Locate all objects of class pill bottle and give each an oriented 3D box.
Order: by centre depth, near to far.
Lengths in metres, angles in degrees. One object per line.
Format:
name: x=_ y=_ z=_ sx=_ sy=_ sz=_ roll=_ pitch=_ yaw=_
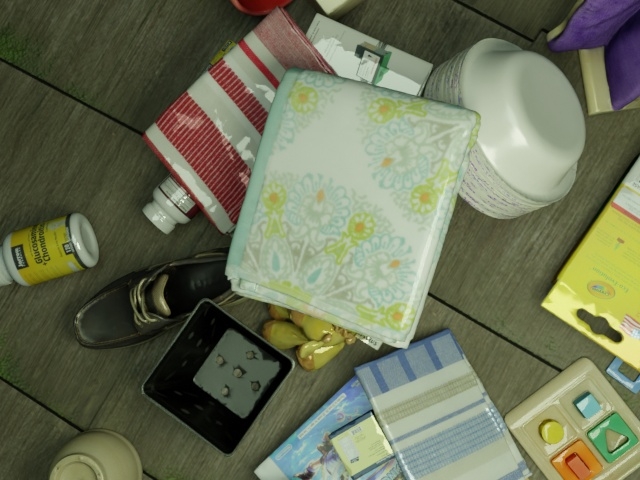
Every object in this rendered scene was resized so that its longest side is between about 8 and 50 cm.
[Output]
pill bottle: x=-0.240 y=-0.086 z=1.595 sx=0.152 sy=0.086 sz=0.086 roll=-44 pitch=81 yaw=1
pill bottle: x=-0.499 y=0.022 z=1.604 sx=0.184 sy=0.103 sz=0.103 roll=-17 pitch=82 yaw=4

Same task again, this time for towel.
towel: x=0.041 y=-0.053 z=1.371 sx=0.320 sy=0.090 sz=0.374 roll=18 pitch=96 yaw=20
towel: x=0.199 y=0.301 z=1.468 sx=0.209 sy=0.034 sz=0.285 roll=-19 pitch=72 yaw=-26
towel: x=-0.115 y=-0.192 z=1.493 sx=0.329 sy=0.037 sz=0.237 roll=-39 pitch=88 yaw=15

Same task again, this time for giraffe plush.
giraffe plush: x=0.001 y=0.134 z=1.499 sx=0.210 sy=0.170 sz=0.181 roll=14 pitch=85 yaw=8

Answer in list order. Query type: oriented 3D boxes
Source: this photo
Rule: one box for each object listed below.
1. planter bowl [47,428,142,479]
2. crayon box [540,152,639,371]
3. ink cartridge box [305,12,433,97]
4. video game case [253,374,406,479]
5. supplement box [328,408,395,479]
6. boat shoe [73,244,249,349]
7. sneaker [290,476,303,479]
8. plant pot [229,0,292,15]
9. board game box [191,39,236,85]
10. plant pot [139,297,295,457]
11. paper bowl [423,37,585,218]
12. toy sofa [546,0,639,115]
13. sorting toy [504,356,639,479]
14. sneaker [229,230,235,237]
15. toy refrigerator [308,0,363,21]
planter bowl: x=-0.400 y=0.411 z=1.547 sx=0.162 sy=0.109 sz=0.162 roll=-1 pitch=84 yaw=6
crayon box: x=0.530 y=0.034 z=1.495 sx=0.202 sy=0.081 sz=0.318 roll=35 pitch=88 yaw=9
ink cartridge box: x=0.080 y=-0.284 z=1.543 sx=0.219 sy=0.160 sz=0.092 roll=25 pitch=87 yaw=8
video game case: x=0.067 y=0.389 z=1.520 sx=0.269 sy=0.061 sz=0.244 roll=-44 pitch=82 yaw=0
supplement box: x=0.070 y=0.333 z=1.465 sx=0.083 sy=0.056 sz=0.083 roll=-30 pitch=81 yaw=2
boat shoe: x=-0.275 y=0.090 z=1.556 sx=0.355 sy=0.130 sz=0.132 roll=-24 pitch=81 yaw=3
sneaker: x=-0.107 y=0.473 z=1.460 sx=0.319 sy=0.127 sz=0.208 roll=3 pitch=105 yaw=14
plant pot: x=-0.142 y=-0.568 z=1.562 sx=0.243 sy=0.275 sz=0.275 roll=40 pitch=89 yaw=19
board game box: x=-0.146 y=-0.223 z=1.613 sx=0.194 sy=0.060 sz=0.194 roll=39 pitch=89 yaw=8
plant pot: x=-0.158 y=0.226 z=1.510 sx=0.188 sy=0.167 sz=0.187 roll=35 pitch=88 yaw=8
paper bowl: x=0.310 y=-0.188 z=1.435 sx=0.148 sy=0.284 sz=0.284 roll=-24 pitch=78 yaw=48
toy sofa: x=0.484 y=-0.311 z=1.398 sx=0.177 sy=0.362 sz=0.150 roll=-8 pitch=83 yaw=-1
sorting toy: x=0.432 y=0.323 z=1.491 sx=0.348 sy=0.047 sz=0.196 roll=-38 pitch=81 yaw=2
sneaker: x=0.000 y=0.000 z=1.548 sx=0.350 sy=0.148 sz=0.131 roll=11 pitch=69 yaw=31
toy refrigerator: x=0.093 y=-0.505 z=1.588 sx=0.269 sy=0.102 sz=0.094 roll=-37 pitch=91 yaw=2
